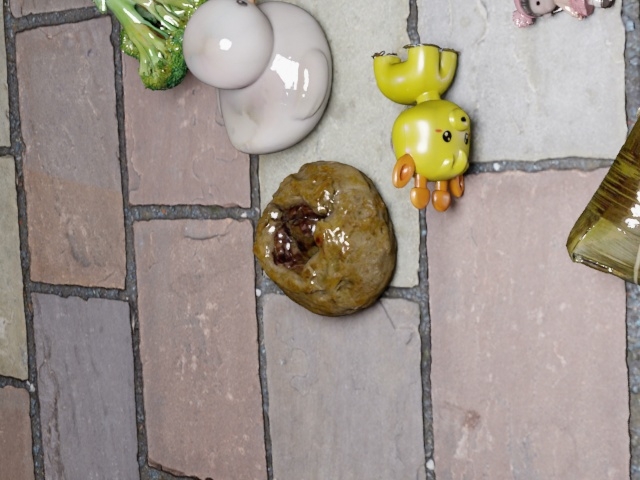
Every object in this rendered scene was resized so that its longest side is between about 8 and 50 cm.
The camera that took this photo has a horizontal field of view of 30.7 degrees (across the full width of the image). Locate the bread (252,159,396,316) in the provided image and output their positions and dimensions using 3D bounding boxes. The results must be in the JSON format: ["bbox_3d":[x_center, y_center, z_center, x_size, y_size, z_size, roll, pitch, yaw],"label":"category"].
[{"bbox_3d":[0.000,0.000,1.690,0.230,0.123,0.230,10,104,42],"label":"bread"}]

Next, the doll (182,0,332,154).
[{"bbox_3d":[-0.103,-0.249,1.693,0.221,0.221,0.251,10,102,41],"label":"doll"}]

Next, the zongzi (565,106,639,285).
[{"bbox_3d":[0.435,-0.037,1.314,0.241,0.111,0.248,31,110,16],"label":"zongzi"}]

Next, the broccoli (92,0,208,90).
[{"bbox_3d":[-0.264,-0.370,1.787,0.254,0.269,0.269,-28,76,48],"label":"broccoli"}]

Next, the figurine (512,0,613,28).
[{"bbox_3d":[0.296,-0.298,1.432,0.129,0.054,0.072,7,115,35],"label":"figurine"}]

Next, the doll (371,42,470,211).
[{"bbox_3d":[0.135,-0.147,1.542,0.135,0.143,0.221,-12,80,41],"label":"doll"}]
